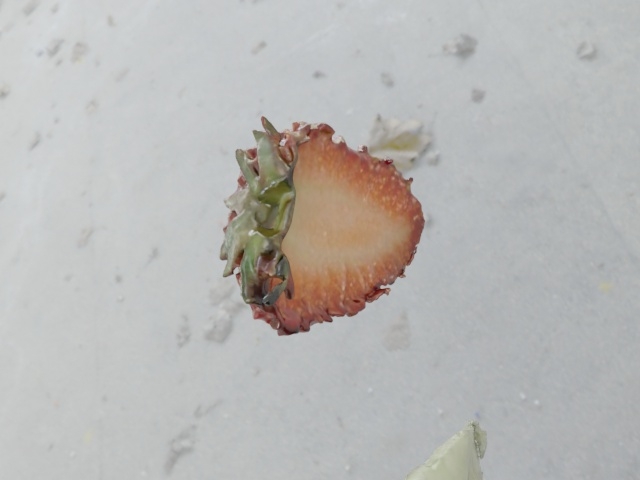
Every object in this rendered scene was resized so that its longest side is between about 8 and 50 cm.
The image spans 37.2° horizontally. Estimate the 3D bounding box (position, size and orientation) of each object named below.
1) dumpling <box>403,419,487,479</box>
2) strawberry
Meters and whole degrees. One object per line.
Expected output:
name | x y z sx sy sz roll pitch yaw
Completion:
dumpling | 0.089 0.290 0.682 0.233 0.395 0.316 12 66 25
strawberry | -0.005 -0.001 0.753 0.087 0.208 0.167 2 76 35
